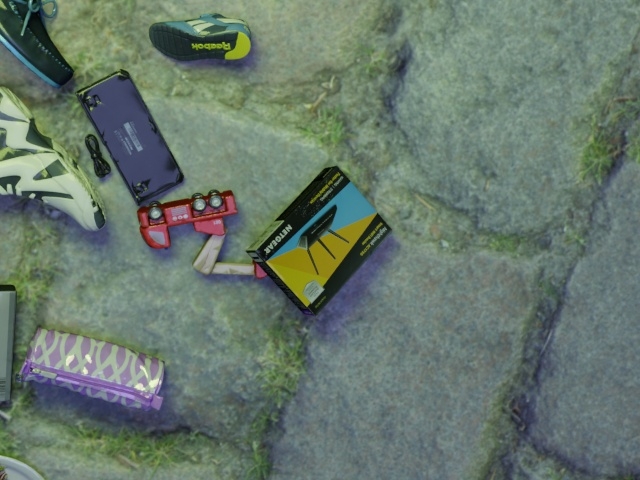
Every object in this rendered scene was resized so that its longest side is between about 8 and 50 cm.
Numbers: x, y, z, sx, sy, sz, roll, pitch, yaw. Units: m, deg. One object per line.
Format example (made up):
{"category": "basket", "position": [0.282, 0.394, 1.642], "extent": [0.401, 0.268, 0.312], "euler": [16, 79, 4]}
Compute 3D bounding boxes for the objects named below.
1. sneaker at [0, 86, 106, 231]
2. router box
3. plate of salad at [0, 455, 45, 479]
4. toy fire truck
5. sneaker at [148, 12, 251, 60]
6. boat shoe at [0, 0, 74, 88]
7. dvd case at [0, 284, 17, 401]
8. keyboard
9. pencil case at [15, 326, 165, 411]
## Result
{"category": "sneaker", "position": [-0.414, -0.075, 1.403], "extent": [0.153, 0.094, 0.235], "euler": [-39, 106, 2]}
{"category": "router box", "position": [0.000, 0.000, 1.486], "extent": [0.133, 0.046, 0.179], "euler": [48, 71, -16]}
{"category": "plate of salad", "position": [-0.493, 0.413, 1.526], "extent": [0.200, 0.048, 0.199], "euler": [-2, 104, -9]}
{"category": "toy fire truck", "position": [-0.158, -0.001, 1.487], "extent": [0.192, 0.047, 0.135], "euler": [-12, 105, -7]}
{"category": "sneaker", "position": [-0.164, -0.283, 1.422], "extent": [0.144, 0.059, 0.053], "euler": [6, 134, 5]}
{"category": "boat shoe", "position": [-0.408, -0.315, 1.343], "extent": [0.089, 0.109, 0.258], "euler": [-42, 108, -2]}
{"category": "dvd case", "position": [-0.549, 0.147, 1.427], "extent": [0.239, 0.029, 0.179], "euler": [1, 112, -23]}
{"category": "keyboard", "position": [-0.279, -0.138, 1.449], "extent": [0.108, 0.023, 0.180], "euler": [-29, 105, -9]}
{"category": "pencil case", "position": [-0.326, 0.186, 1.481], "extent": [0.206, 0.088, 0.086], "euler": [15, 102, -14]}
